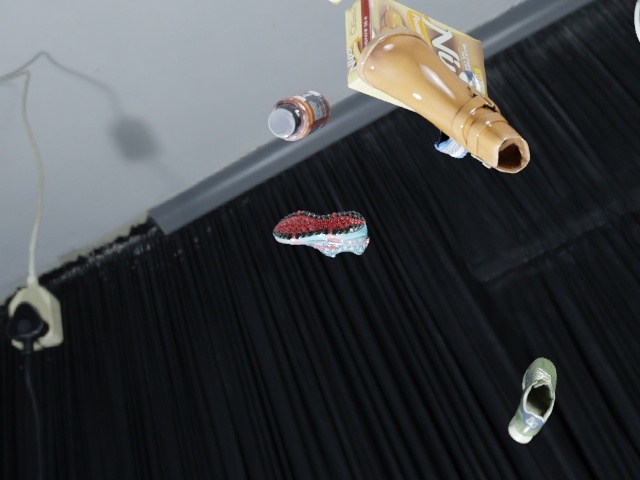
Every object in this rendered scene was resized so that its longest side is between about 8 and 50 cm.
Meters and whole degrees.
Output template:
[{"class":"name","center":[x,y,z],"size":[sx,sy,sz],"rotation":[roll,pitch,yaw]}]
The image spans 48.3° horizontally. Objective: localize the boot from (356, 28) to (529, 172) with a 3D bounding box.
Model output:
[{"class":"boot","center":[0.138,-0.144,0.757],"size":[0.197,0.152,0.073],"rotation":[7,127,-48]}]

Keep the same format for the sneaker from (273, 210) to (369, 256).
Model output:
[{"class":"sneaker","center":[0.000,0.000,1.870],"size":[0.261,0.104,0.125],"rotation":[1,135,24]}]

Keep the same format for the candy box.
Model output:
[{"class":"candy box","center":[0.201,-0.364,1.464],"size":[0.316,0.183,0.087],"rotation":[12,157,-32]}]

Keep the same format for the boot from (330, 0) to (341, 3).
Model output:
[{"class":"boot","center":[0.011,-0.579,1.285],"size":[0.203,0.095,0.262],"rotation":[23,136,-20]}]

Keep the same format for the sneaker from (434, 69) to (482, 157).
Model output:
[{"class":"sneaker","center":[0.211,-0.199,1.113],"size":[0.058,0.052,0.135],"rotation":[5,99,-21]}]

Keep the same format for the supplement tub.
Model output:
[{"class":"supplement tub","center":[-0.055,-0.303,1.737],"size":[0.106,0.106,0.198],"rotation":[-46,178,28]}]

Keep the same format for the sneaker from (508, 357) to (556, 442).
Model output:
[{"class":"sneaker","center":[0.413,0.284,1.334],"size":[0.064,0.192,0.086],"rotation":[29,140,10]}]

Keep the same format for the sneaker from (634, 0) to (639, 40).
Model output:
[{"class":"sneaker","center":[0.796,-0.578,1.584],"size":[0.104,0.296,0.147],"rotation":[21,179,3]}]
